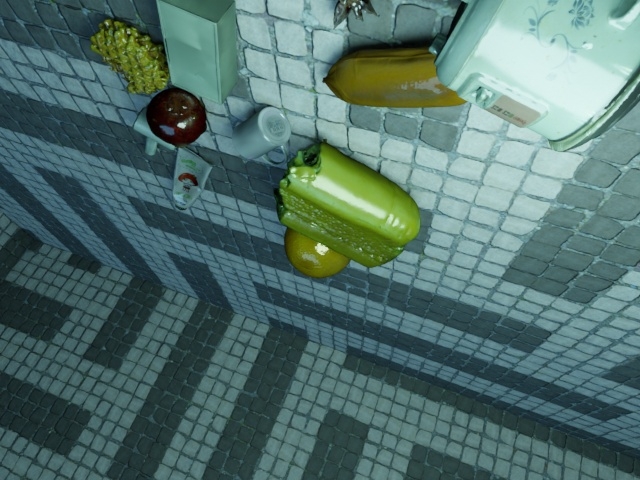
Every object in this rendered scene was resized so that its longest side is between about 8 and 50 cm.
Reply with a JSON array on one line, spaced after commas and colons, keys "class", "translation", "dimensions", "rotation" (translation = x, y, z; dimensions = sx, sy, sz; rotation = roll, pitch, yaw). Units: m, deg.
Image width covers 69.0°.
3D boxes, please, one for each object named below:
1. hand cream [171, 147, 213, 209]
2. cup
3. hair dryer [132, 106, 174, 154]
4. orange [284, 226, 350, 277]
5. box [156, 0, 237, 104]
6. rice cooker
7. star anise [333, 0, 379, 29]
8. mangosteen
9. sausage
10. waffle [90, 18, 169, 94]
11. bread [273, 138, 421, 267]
[{"class": "hand cream", "translation": [-0.452, -0.203, 1.595], "dimensions": [0.121, 0.076, 0.336], "rotation": [27, 147, -11]}, {"class": "cup", "translation": [-0.136, -0.261, 1.184], "dimensions": [0.136, 0.099, 0.133], "rotation": [27, 155, -33]}, {"class": "hair dryer", "translation": [-0.509, -0.305, 1.436], "dimensions": [0.131, 0.073, 0.236], "rotation": [31, 155, -17]}, {"class": "orange", "translation": [0.000, 0.000, 1.404], "dimensions": [0.236, 0.236, 0.236], "rotation": [19, 153, 10]}, {"class": "box", "translation": [-0.256, -0.418, 0.997], "dimensions": [0.130, 0.086, 0.225], "rotation": [24, 154, 2]}, {"class": "rice cooker", "translation": [0.318, -0.272, 0.616], "dimensions": [0.317, 0.264, 0.316], "rotation": [27, 176, 2]}, {"class": "star anise", "translation": [0.046, -0.412, 0.795], "dimensions": [0.124, 0.056, 0.129], "rotation": [27, 153, -9]}, {"class": "mangosteen", "translation": [-0.378, -0.304, 1.226], "dimensions": [0.156, 0.145, 0.181], "rotation": [11, 143, -19]}, {"class": "sausage", "translation": [0.130, -0.306, 0.879], "dimensions": [0.328, 0.112, 0.112], "rotation": [10, 151, 30]}, {"class": "waffle", "translation": [-0.465, -0.440, 1.144], "dimensions": [0.193, 0.070, 0.197], "rotation": [36, 151, -25]}, {"class": "bread", "translation": [0.071, -0.093, 1.195], "dimensions": [0.377, 0.208, 0.251], "rotation": [30, 146, -12]}]
